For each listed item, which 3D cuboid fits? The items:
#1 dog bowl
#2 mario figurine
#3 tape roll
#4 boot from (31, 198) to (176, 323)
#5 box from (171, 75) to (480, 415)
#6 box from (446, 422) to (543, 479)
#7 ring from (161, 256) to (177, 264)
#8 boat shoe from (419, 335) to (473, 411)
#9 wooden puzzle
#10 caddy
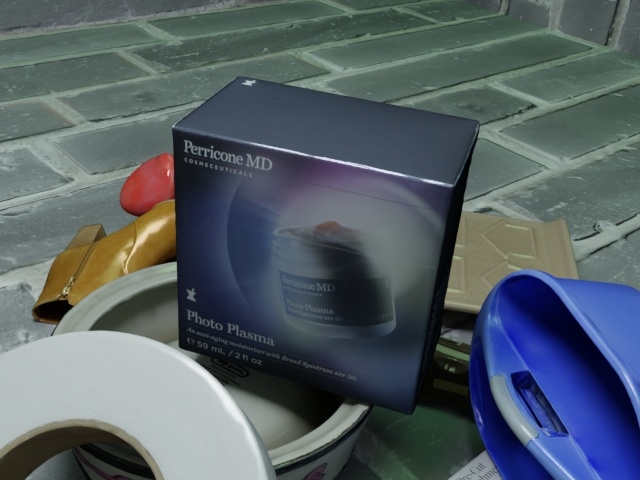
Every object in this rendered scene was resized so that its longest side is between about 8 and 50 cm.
[{"bbox_3d":[-0.129,0.191,0.963,0.407,0.151,0.408,3,30,-2],"label":"dog bowl"},{"bbox_3d":[-0.198,-0.057,1.374,0.320,0.170,0.198,3,-7,-24],"label":"mario figurine"},{"bbox_3d":[-0.224,0.274,0.697,0.391,0.072,0.392,-3,62,6],"label":"tape roll"},{"bbox_3d":[-0.290,0.045,1.202,0.294,0.104,0.211,-10,39,12],"label":"boot"},{"bbox_3d":[0.000,0.000,0.870,0.296,0.294,0.183,13,31,14],"label":"box"},{"bbox_3d":[0.256,0.277,0.959,0.324,0.063,0.067,-22,41,-37],"label":"box"},{"bbox_3d":[-0.149,0.002,1.390,0.336,0.032,0.337,3,31,-2],"label":"ring"},{"bbox_3d":[0.163,0.178,1.102,0.257,0.095,0.095,20,20,13],"label":"boat shoe"},{"bbox_3d":[0.261,0.047,1.339,0.347,0.081,0.322,5,30,8],"label":"wooden puzzle"},{"bbox_3d":[0.274,0.184,0.832,0.179,0.241,0.341,4,33,-19],"label":"caddy"}]
